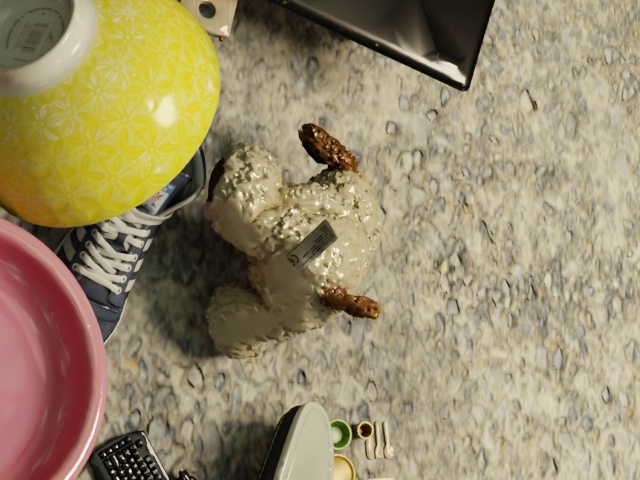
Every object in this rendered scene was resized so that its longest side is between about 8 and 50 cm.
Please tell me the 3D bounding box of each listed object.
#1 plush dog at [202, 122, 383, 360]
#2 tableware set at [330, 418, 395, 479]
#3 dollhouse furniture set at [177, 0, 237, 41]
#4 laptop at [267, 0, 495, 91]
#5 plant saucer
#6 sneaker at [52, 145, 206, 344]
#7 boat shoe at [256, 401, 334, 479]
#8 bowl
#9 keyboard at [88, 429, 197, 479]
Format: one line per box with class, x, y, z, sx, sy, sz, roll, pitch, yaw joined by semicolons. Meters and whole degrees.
plush dog;0.000;0.000;1.401;0.225;0.210;0.263;-51;148;-53
tableware set;0.049;0.287;1.479;0.104;0.024;0.154;2;79;-27
dollhouse furniture set;-0.199;-0.296;1.418;0.183;0.129;0.129;19;71;-24
laptop;0.023;-0.420;1.531;0.381;0.236;0.408;21;78;-21
plant saucer;-0.371;0.129;1.206;0.332;0.084;0.332;14;66;-33
sneaker;-0.212;-0.004;1.333;0.099;0.153;0.282;29;67;-18
boat shoe;-0.060;0.323;1.374;0.114;0.091;0.303;41;56;-48
bowl;-0.262;-0.173;1.254;0.156;0.289;0.290;55;49;-58
keyboard;-0.166;0.293;1.360;0.100;0.038;0.192;-30;94;-29
